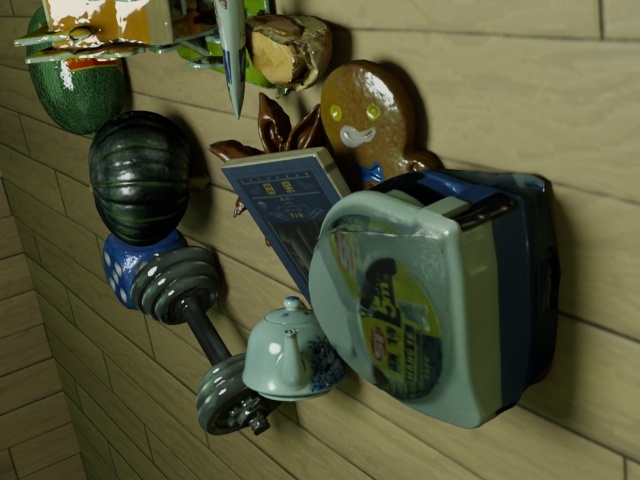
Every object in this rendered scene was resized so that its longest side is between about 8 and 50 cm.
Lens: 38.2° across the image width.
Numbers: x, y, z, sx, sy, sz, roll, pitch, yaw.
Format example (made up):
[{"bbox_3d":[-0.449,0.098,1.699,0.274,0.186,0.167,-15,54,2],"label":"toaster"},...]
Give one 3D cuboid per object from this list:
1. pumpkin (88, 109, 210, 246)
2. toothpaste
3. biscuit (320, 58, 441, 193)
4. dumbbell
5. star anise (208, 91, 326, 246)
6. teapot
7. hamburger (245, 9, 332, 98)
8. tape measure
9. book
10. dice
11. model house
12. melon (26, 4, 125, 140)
[{"bbox_3d":[-0.305,-0.109,1.642,0.250,0.216,0.250,-176,90,-88],"label":"pumpkin"},{"bbox_3d":[-0.113,-0.253,1.191,0.233,0.038,0.060,91,173,-52],"label":"toothpaste"},{"bbox_3d":[0.065,-0.099,1.108,0.180,0.039,0.236,3,115,48],"label":"biscuit"},{"bbox_3d":[-0.202,0.175,1.659,0.406,0.179,0.179,54,149,28],"label":"dumbbell"},{"bbox_3d":[-0.047,-0.101,1.261,0.196,0.111,0.212,41,132,-11],"label":"star anise"},{"bbox_3d":[-0.041,0.154,1.402,0.232,0.159,0.159,-102,-3,-79],"label":"teapot"},{"bbox_3d":[-0.034,-0.236,1.188,0.176,0.087,0.102,35,146,53],"label":"hamburger"},{"bbox_3d":[0.111,0.052,1.005,0.262,0.138,0.259,18,124,43],"label":"tape measure"},{"bbox_3d":[0.000,0.000,1.197,0.191,0.025,0.269,-2,128,47],"label":"book"},{"bbox_3d":[-0.352,0.050,1.883,0.143,0.146,0.146,35,137,51],"label":"dice"},{"bbox_3d":[-0.267,-0.315,1.316,0.358,0.313,0.242,31,136,49],"label":"model house"},{"bbox_3d":[-0.479,-0.331,1.825,0.182,0.182,0.287,6,110,60],"label":"melon"}]
